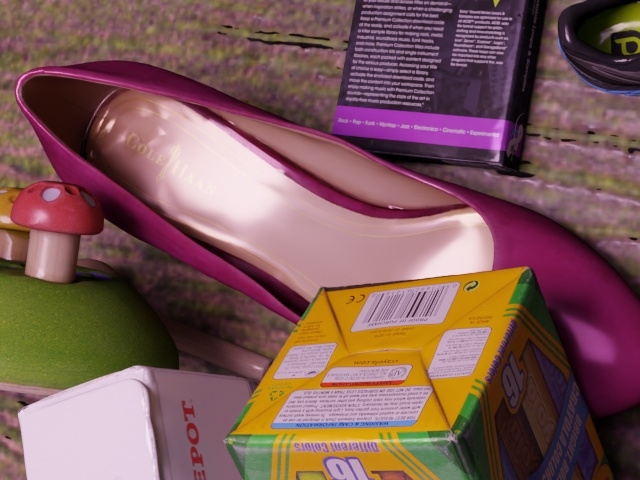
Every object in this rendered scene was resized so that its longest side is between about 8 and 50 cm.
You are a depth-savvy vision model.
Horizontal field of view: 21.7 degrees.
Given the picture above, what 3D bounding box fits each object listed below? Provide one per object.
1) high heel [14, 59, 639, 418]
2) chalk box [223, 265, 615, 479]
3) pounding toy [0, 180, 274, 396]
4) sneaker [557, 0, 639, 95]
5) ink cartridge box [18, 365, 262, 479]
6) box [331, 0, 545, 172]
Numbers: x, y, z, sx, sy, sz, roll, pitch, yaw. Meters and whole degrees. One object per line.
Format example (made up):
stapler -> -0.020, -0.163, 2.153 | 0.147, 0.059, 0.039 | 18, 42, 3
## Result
high heel -> 0.000, 0.000, 0.918 | 0.377, 0.181, 0.127 | 20, 88, 32
chalk box -> 0.067, 0.140, 0.859 | 0.132, 0.132, 0.213 | -7, 121, 31
pounding toy -> -0.149, 0.018, 0.971 | 0.183, 0.237, 0.110 | 12, 95, 32
sneaker -> 0.212, -0.117, 0.874 | 0.188, 0.078, 0.067 | -10, 76, 29
ink cartridge box -> -0.051, 0.160, 0.901 | 0.092, 0.218, 0.158 | -20, 72, 28
box -> 0.074, -0.126, 0.989 | 0.116, 0.029, 0.162 | 8, 87, 31
